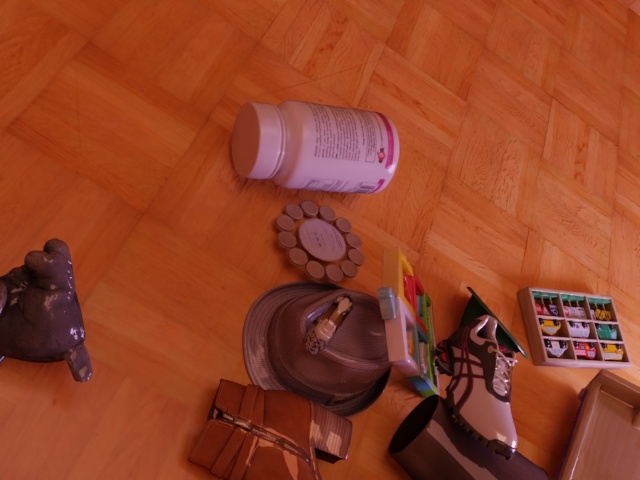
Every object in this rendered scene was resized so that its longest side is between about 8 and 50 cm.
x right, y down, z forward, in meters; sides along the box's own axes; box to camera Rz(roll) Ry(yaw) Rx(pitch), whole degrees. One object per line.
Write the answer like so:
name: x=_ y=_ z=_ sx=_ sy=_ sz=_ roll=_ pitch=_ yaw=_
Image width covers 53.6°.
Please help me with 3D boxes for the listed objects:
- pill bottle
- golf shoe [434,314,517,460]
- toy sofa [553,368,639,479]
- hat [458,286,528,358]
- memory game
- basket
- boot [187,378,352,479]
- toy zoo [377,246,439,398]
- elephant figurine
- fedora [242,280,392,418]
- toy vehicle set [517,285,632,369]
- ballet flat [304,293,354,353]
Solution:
pill bottle: x=-0.010 y=-0.174 z=1.180 sx=0.283 sy=0.160 sz=0.160 roll=2 pitch=65 yaw=-29
golf shoe: x=0.267 y=0.228 z=1.036 sx=0.105 sy=0.120 sz=0.273 roll=31 pitch=23 yaw=-22
toy sofa: x=0.520 y=0.441 z=1.189 sx=0.150 sy=0.177 sz=0.362 roll=27 pitch=51 yaw=16
hat: x=0.277 y=0.216 z=1.223 sx=0.173 sy=0.183 sz=0.208 roll=48 pitch=8 yaw=-14
memory game: x=0.000 y=0.000 z=1.167 sx=0.186 sy=0.012 sz=0.186 roll=18 pitch=45 yaw=-20
basket: x=0.237 y=0.376 z=1.040 sx=0.227 sy=0.154 sz=0.204 roll=40 pitch=30 yaw=0
boot: x=-0.082 y=0.342 z=0.895 sx=0.220 sy=0.109 sz=0.284 roll=22 pitch=58 yaw=-9
toy zoo: x=0.151 y=0.140 z=1.071 sx=0.293 sy=0.030 sz=0.192 roll=51 pitch=34 yaw=-55
elephant figurine: x=-0.440 y=0.095 z=0.819 sx=0.239 sy=0.186 sz=0.169 roll=-11 pitch=114 yaw=-23
fedora: x=0.022 y=0.163 z=1.044 sx=0.275 sy=0.124 sz=0.244 roll=14 pitch=59 yaw=-23
toy vehicle set: x=0.559 y=0.194 z=1.390 sx=0.266 sy=0.035 sz=0.166 roll=7 pitch=62 yaw=-27
ballet flat: x=0.015 y=0.122 z=0.962 sx=0.041 sy=0.041 sz=0.114 roll=42 pitch=57 yaw=-4
